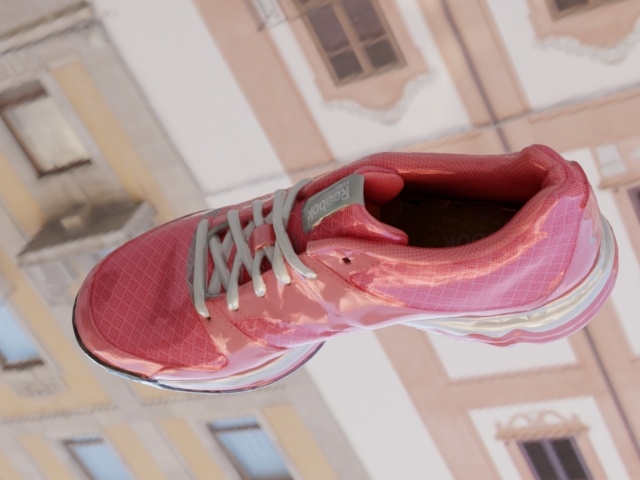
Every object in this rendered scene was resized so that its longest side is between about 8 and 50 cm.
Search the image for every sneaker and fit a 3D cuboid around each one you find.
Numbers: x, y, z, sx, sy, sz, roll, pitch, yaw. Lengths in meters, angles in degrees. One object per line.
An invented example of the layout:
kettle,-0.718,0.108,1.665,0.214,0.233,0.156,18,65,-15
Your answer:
sneaker,0.000,-0.001,0.610,0.313,0.136,0.116,-10,-117,10
